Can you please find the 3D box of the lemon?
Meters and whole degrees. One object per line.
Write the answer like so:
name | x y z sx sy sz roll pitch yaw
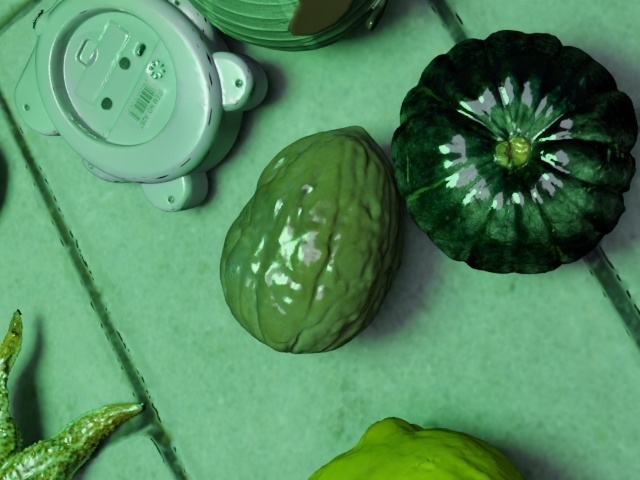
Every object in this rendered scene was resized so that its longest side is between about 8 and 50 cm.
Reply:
lemon | 0.092 0.302 0.777 0.261 0.260 0.283 2 90 19

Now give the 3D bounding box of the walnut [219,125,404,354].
walnut | -0.002 -0.001 0.857 0.178 0.178 0.230 21 90 19

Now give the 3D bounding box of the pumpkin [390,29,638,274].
pumpkin | 0.172 -0.077 0.806 0.221 0.162 0.220 1 95 10

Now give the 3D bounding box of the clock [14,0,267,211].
clock | -0.193 -0.167 0.965 0.248 0.090 0.227 38 110 12

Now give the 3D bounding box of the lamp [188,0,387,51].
lamp | -0.043 -0.301 0.854 0.233 0.233 0.265 -20 86 18

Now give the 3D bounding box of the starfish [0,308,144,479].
starfish | -0.339 0.284 1.006 0.347 0.078 0.358 -43 83 4
